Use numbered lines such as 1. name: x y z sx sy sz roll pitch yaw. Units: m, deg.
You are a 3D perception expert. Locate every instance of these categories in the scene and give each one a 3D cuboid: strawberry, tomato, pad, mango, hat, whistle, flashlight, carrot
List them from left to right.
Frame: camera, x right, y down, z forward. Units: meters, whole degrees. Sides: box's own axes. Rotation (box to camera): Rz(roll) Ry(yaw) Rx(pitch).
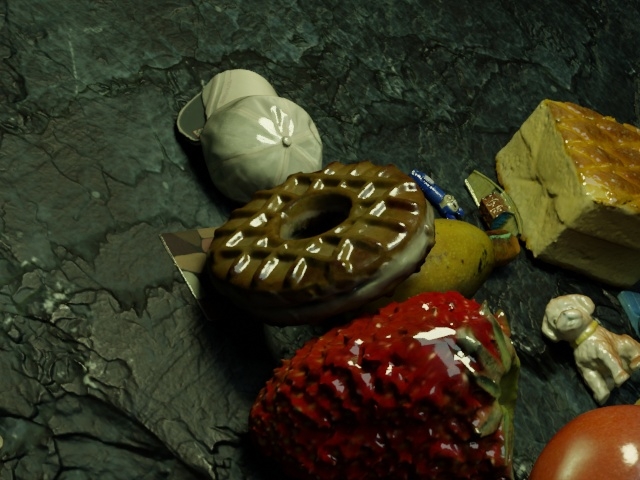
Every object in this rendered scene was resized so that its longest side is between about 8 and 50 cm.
1. pad: -0.113 0.040 1.824 0.235 0.003 0.158 -8 57 -45
2. hat: -0.090 -0.173 1.945 0.232 0.161 0.275 22 36 -29
3. strawberry: 0.091 0.203 1.618 0.343 0.292 0.292 0 34 16
4. mango: 0.160 0.056 1.875 0.329 0.176 0.175 -13 91 -37
5. flashlight: 0.207 -0.083 2.200 0.121 0.035 0.057 45 38 7
6. carrot: 0.242 0.024 2.095 0.260 0.070 0.070 -9 58 -44
7. tomato: 0.456 0.392 1.716 0.341 0.273 0.341 24 39 -20
8. whistle: 0.620 0.141 2.279 0.090 0.090 0.158 9 47 -35

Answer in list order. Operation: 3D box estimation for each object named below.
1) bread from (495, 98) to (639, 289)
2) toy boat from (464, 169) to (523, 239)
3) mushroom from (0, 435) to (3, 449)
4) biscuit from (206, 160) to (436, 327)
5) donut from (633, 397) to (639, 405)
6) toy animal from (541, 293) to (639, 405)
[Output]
1. bread: 0.507 -0.090 2.321 0.279 0.207 0.279 18 42 -27
2. toy boat: 0.317 -0.059 2.245 0.066 0.065 0.172 18 33 -41
3. mushroom: -0.403 0.215 1.377 0.101 0.019 0.049 23 39 -22
4. biscuit: 0.000 0.000 1.726 0.332 0.332 0.103 -68 145 -52
5. donut: 0.642 0.371 1.994 0.330 0.160 0.330 28 40 -27
6. toy animal: 0.475 0.162 2.123 0.185 0.104 0.184 45 38 16
